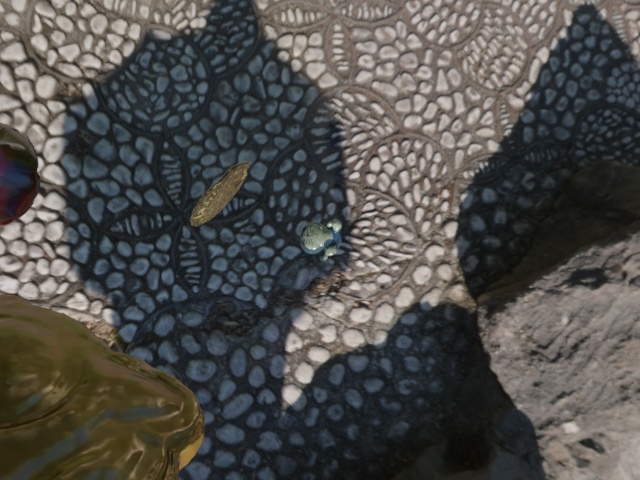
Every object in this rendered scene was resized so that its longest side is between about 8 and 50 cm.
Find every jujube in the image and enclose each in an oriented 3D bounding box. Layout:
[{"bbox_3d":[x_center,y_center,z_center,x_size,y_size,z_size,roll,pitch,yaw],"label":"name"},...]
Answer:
[{"bbox_3d":[-0.767,-0.136,1.111,0.376,0.258,0.259,2,84,-16],"label":"jujube"}]

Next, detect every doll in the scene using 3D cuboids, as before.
[{"bbox_3d":[0.000,0.000,1.059,0.083,0.050,0.077,5,76,17],"label":"doll"}]

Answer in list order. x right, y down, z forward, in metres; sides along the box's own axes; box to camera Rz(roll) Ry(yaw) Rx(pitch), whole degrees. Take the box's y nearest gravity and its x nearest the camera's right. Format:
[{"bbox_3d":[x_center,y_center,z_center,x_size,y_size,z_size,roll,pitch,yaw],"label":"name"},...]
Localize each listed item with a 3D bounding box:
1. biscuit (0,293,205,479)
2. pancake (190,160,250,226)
[{"bbox_3d":[-0.217,0.128,0.294,0.375,0.051,0.269,24,34,13],"label":"biscuit"},{"bbox_3d":[-0.222,-0.104,1.221,0.021,0.199,0.199,40,75,1],"label":"pancake"}]
